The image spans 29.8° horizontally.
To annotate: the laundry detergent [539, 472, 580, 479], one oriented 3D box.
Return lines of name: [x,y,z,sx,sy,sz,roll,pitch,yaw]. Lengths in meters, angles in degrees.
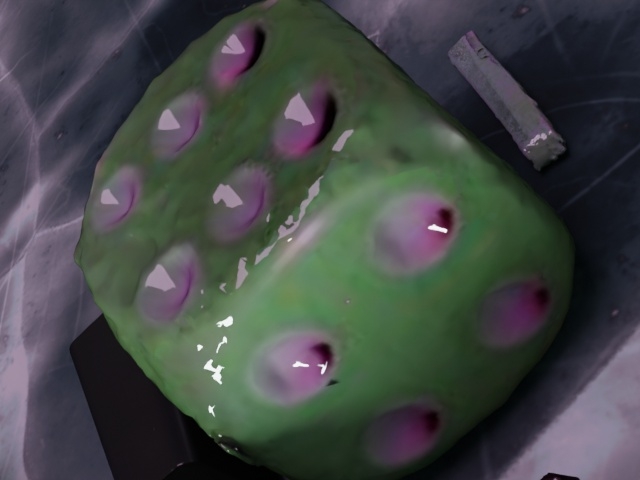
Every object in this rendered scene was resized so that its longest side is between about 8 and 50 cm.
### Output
laundry detergent: [0.166,0.280,0.897,0.144,0.078,0.221,3,63,44]

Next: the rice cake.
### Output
rice cake: [0.187,-0.144,1.214,0.043,0.034,0.211,-45,40,15]

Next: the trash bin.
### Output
trash bin: [-0.139,0.181,1.203,0.115,0.165,0.225,-42,43,13]

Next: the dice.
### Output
dice: [0.000,0.000,1.064,0.322,0.330,0.318,-49,38,8]
